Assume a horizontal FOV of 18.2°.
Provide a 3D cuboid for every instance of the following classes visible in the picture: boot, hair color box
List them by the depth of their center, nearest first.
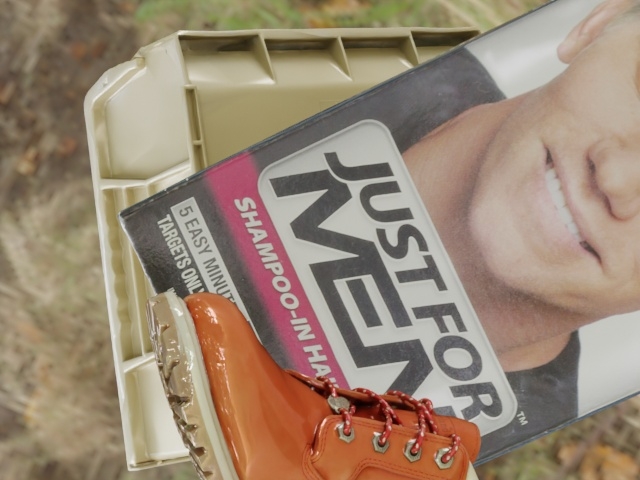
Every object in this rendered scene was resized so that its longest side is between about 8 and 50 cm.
[{"bbox_3d":[0.003,0.062,0.621,0.085,0.158,0.059,-28,39,1],"label":"boot"},{"bbox_3d":[0.104,-0.013,0.902,0.347,0.105,0.174,-26,91,8],"label":"hair color box"}]

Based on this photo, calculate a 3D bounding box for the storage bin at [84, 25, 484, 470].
[{"bbox_3d":[0.000,0.000,1.297,0.123,0.262,0.260,-14,83,55],"label":"storage bin"}]
